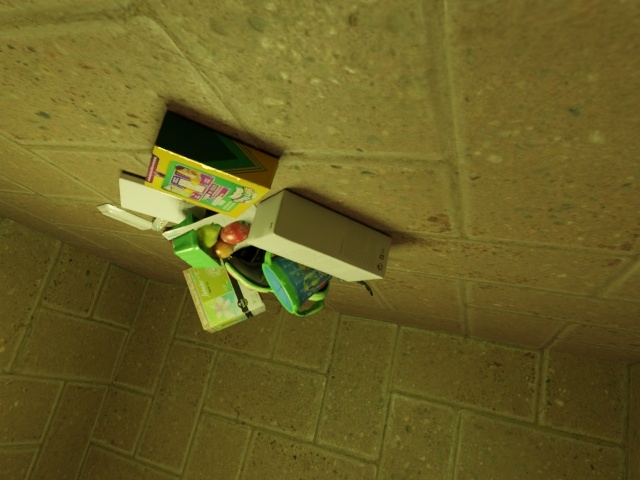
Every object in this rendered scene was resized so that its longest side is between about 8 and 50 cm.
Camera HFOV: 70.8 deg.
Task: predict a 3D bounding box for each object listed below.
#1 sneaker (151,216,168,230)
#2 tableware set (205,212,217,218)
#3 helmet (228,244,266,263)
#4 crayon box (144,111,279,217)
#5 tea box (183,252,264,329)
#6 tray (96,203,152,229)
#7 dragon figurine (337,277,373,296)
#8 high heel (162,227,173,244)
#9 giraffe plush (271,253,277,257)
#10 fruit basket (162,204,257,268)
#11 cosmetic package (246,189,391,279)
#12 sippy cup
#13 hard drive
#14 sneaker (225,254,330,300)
[{"bbox_3d":[-0.714,-0.085,2.023,0.071,0.083,0.190,24,159,-27],"label":"sneaker"},{"bbox_3d":[-0.502,-0.102,1.876,0.193,0.039,0.128,11,150,-12],"label":"tableware set"},{"bbox_3d":[-0.326,0.069,2.078,0.161,0.170,0.169,30,163,2],"label":"helmet"},{"bbox_3d":[-0.331,-0.197,1.317,0.312,0.106,0.362,19,163,-21],"label":"crayon box"},{"bbox_3d":[-0.495,0.265,2.356,0.323,0.329,0.220,-23,166,-9],"label":"tea box"},{"bbox_3d":[-0.954,-0.108,2.225,0.145,0.030,0.270,-3,157,46],"label":"tray"},{"bbox_3d":[0.101,0.123,1.853,0.143,0.290,0.085,-23,169,-9],"label":"dragon figurine"},{"bbox_3d":[-0.631,0.057,2.319,0.181,0.127,0.377,12,164,43],"label":"high heel"},{"bbox_3d":[-0.222,0.174,2.317,0.181,0.171,0.210,27,159,-38],"label":"giraffe plush"},{"bbox_3d":[-0.384,-0.030,1.764,0.352,0.166,0.327,-26,155,1],"label":"fruit basket"},{"bbox_3d":[0.000,0.000,1.594,0.452,0.162,0.230,22,162,-27],"label":"cosmetic package"},{"bbox_3d":[-0.080,0.135,1.805,0.240,0.224,0.306,46,159,31],"label":"sippy cup"},{"bbox_3d":[-0.601,-0.145,1.736,0.318,0.040,0.210,17,149,-13],"label":"hard drive"},{"bbox_3d":[-0.181,0.128,1.978,0.481,0.203,0.185,12,-174,-24],"label":"sneaker"}]
